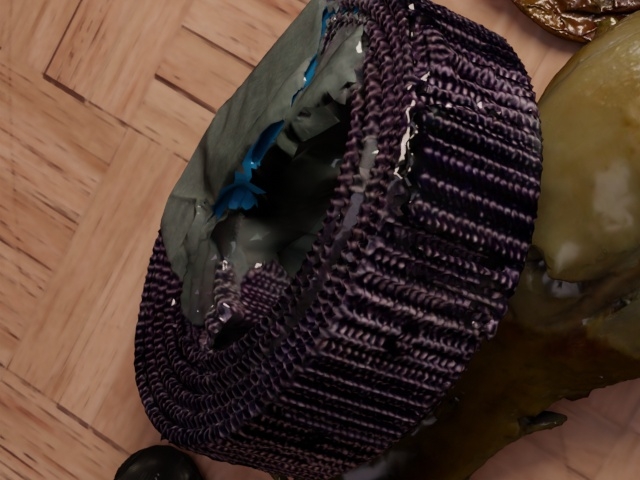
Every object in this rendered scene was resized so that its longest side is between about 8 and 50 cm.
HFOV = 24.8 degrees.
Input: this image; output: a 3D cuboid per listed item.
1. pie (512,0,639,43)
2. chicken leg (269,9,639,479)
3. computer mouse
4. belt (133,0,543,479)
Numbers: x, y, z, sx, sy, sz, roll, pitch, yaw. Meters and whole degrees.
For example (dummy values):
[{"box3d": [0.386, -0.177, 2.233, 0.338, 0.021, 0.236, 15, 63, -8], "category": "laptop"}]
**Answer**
[{"box3d": [0.193, -0.165, 0.898, 0.191, 0.033, 0.088, -10, 97, 17], "category": "pie"}, {"box3d": [0.120, 0.041, 0.871, 0.429, 0.152, 0.201, -49, 64, 20], "category": "chicken leg"}, {"box3d": [-0.128, 0.202, 0.995, 0.079, 0.047, 0.135, 30, 100, 19], "category": "computer mouse"}, {"box3d": [0.000, 0.000, 0.847, 0.325, 0.122, 0.260, -44, 37, 46], "category": "belt"}]
